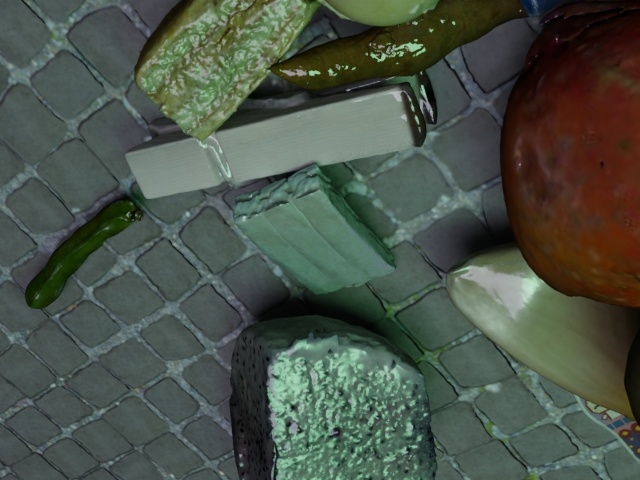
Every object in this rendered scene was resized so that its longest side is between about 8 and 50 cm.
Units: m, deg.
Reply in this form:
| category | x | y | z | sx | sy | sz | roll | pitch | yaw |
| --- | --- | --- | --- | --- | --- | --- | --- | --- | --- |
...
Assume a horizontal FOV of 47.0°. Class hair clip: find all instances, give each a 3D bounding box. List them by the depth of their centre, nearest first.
| category | x | y | z | sx | sy | sz | roll | pitch | yaw |
| --- | --- | --- | --- | --- | --- | --- | --- | --- | --- |
| hair clip | -0.045 | -0.111 | 0.786 | 0.331 | 0.101 | 0.085 | -10 | 123 | 20 |

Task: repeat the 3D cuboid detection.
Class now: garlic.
| category | x | y | z | sx | sy | sz | roll | pitch | yaw |
| --- | --- | --- | --- | --- | --- | --- | --- | --- | --- |
| garlic | 0.283 | 0.090 | 0.825 | 0.318 | 0.112 | 0.143 | 35 | 100 | -8 |

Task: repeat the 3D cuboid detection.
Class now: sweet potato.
| category | x | y | z | sx | sy | sz | roll | pitch | yaw |
| --- | --- | --- | --- | --- | --- | --- | --- | --- | --- |
| sweet potato | 0.079 | -0.186 | 0.684 | 0.274 | 0.067 | 0.067 | -21 | 118 | -11 |

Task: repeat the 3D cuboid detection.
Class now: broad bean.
| category | x | y | z | sx | sy | sz | roll | pitch | yaw |
| --- | --- | --- | --- | --- | --- | --- | --- | --- | --- |
| broad bean | -0.308 | 0.015 | 0.944 | 0.256 | 0.052 | 0.052 | -36 | 71 | 29 |

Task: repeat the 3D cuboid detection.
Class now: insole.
| category | x | y | z | sx | sy | sz | roll | pitch | yaw |
| --- | --- | --- | --- | --- | --- | --- | --- | --- | --- |
| insole | 0.389 | 0.232 | 0.950 | 0.065 | 0.004 | 0.197 | -35 | 108 | 27 |

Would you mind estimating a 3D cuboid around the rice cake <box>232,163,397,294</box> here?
| category | x | y | z | sx | sy | sz | roll | pitch | yaw |
| --- | --- | --- | --- | --- | --- | --- | --- | --- | --- |
| rice cake | 0.000 | 0.000 | 0.828 | 0.124 | 0.038 | 0.211 | -20 | 144 | 26 |

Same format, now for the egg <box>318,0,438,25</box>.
| category | x | y | z | sx | sy | sz | roll | pitch | yaw |
| --- | --- | --- | --- | --- | --- | --- | --- | --- | --- |
| egg | 0.048 | -0.278 | 0.613 | 0.164 | 0.164 | 0.201 | -9 | 78 | 17 |

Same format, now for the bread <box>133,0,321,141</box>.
| category | x | y | z | sx | sy | sz | roll | pitch | yaw |
| --- | --- | --- | --- | --- | --- | --- | --- | --- | --- |
| bread | -0.086 | -0.207 | 0.715 | 0.196 | 0.138 | 0.102 | -37 | 117 | 28 |

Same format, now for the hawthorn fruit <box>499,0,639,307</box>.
| category | x | y | z | sx | sy | sz | roll | pitch | yaw |
| --- | --- | --- | --- | --- | --- | --- | --- | --- | --- |
| hawthorn fruit | 0.275 | -0.104 | 0.640 | 0.276 | 0.276 | 0.307 | -24 | 85 | 24 |

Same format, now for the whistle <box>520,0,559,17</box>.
| category | x | y | z | sx | sy | sz | roll | pitch | yaw |
| --- | --- | --- | --- | --- | --- | --- | --- | --- | --- |
| whistle | 0.186 | -0.277 | 0.636 | 0.090 | 0.090 | 0.158 | -28 | 111 | 25 |

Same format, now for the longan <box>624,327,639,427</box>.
| category | x | y | z | sx | sy | sz | roll | pitch | yaw |
| --- | --- | --- | --- | --- | --- | --- | --- | --- | --- |
| longan | 0.427 | 0.110 | 0.652 | 0.300 | 0.243 | 0.300 | -13 | 135 | -14 |

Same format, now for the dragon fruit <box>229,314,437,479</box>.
| category | x | y | z | sx | sy | sz | roll | pitch | yaw |
| --- | --- | --- | --- | --- | --- | --- | --- | --- | --- |
| dragon fruit | 0.008 | 0.226 | 0.927 | 0.221 | 0.204 | 0.282 | -6 | 98 | -14 |
